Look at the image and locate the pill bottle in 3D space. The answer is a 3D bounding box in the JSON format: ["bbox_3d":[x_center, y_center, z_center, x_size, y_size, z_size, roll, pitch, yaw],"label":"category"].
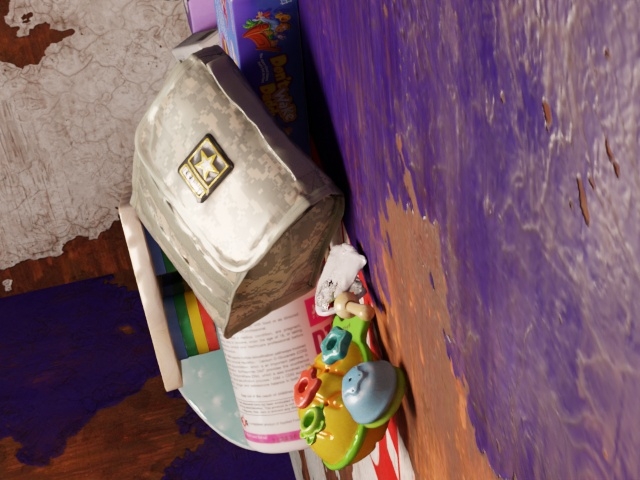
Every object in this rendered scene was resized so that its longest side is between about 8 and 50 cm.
[{"bbox_3d":[-0.055,0.128,1.695,0.160,0.160,0.283,-134,30,-78],"label":"pill bottle"}]

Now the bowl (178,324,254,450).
[{"bbox_3d":[-0.124,0.185,2.148,0.311,0.163,0.312,31,140,30],"label":"bowl"}]

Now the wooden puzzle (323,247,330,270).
[{"bbox_3d":[0.000,0.000,1.667,0.078,0.014,0.116,-117,15,-68],"label":"wooden puzzle"}]

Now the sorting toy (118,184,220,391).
[{"bbox_3d":[-0.206,0.051,1.768,0.257,0.089,0.256,-131,27,-79],"label":"sorting toy"}]

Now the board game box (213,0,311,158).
[{"bbox_3d":[-0.080,-0.243,1.608,0.347,0.078,0.233,85,171,-48],"label":"board game box"}]

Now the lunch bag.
[{"bbox_3d":[-0.101,-0.059,1.464,0.235,0.169,0.287,52,153,18],"label":"lunch bag"}]

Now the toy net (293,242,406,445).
[{"bbox_3d":[0.024,0.105,1.311,0.122,0.045,0.232,-41,33,31],"label":"toy net"}]

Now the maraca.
[{"bbox_3d":[0.027,0.157,1.361,0.127,0.099,0.186,-42,39,51],"label":"maraca"}]

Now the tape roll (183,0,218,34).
[{"bbox_3d":[-0.218,-0.512,2.286,0.275,0.090,0.275,167,90,-84],"label":"tape roll"}]

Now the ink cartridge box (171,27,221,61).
[{"bbox_3d":[-0.146,-0.247,2.153,0.239,0.060,0.275,54,171,-15],"label":"ink cartridge box"}]
